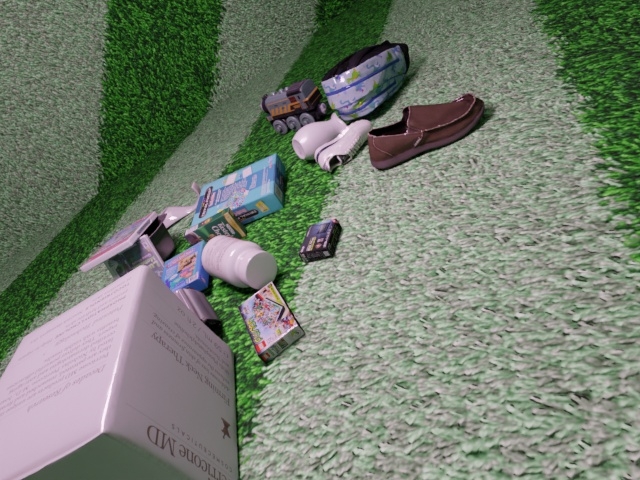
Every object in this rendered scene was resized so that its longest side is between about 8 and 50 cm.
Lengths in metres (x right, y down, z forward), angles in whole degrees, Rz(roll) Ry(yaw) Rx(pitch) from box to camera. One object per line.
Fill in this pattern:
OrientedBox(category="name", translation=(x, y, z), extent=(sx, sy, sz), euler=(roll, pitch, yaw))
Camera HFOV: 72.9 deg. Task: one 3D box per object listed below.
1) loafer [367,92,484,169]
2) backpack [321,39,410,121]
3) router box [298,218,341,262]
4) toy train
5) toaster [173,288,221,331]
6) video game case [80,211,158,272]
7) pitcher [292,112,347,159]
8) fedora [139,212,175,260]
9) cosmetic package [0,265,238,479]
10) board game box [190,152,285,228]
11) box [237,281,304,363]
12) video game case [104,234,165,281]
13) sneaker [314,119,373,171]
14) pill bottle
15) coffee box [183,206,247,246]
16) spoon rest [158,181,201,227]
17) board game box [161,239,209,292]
OrientedBox(category="loafer", translation=(0.300, -0.338, 1.277), extent=(0.365, 0.130, 0.134), euler=(-26, 33, 12))
OrientedBox(category="backpack", translation=(0.161, -0.618, 1.678), extent=(0.289, 0.274, 0.355), euler=(-3, 17, 34))
OrientedBox(category="router box", translation=(0.000, 0.000, 1.187), extent=(0.092, 0.038, 0.123), euler=(-14, 38, 30))
OrientedBox(category="toy train", translation=(-0.123, -0.594, 1.929), extent=(0.333, 0.190, 0.142), euler=(1, 46, 42))
OrientedBox(category="toaster", translation=(-0.353, 0.210, 1.095), extent=(0.185, 0.168, 0.110), euler=(-34, 76, 1))
OrientedBox(category="video game case", translation=(-0.710, -0.002, 1.550), extent=(0.203, 0.025, 0.285), euler=(-28, 21, 9))
OrientedBox(category="pitcher", translation=(0.016, -0.375, 1.603), extent=(0.207, 0.126, 0.177), euler=(-33, 46, -19))
OrientedBox(category="fedora", translation=(-0.648, 0.025, 1.648), extent=(0.275, 0.124, 0.244), euler=(-23, 32, 26))
OrientedBox(category="cosmetic package", translation=(-0.379, 0.334, 0.817), extent=(0.327, 0.330, 0.394), euler=(-30, 33, 6))
OrientedBox(category="board game box", translation=(-0.294, -0.161, 1.588), extent=(0.335, 0.079, 0.254), euler=(-21, 40, 16))
OrientedBox(category="box", translation=(-0.124, 0.192, 1.049), extent=(0.114, 0.036, 0.207), euler=(-37, 33, -5))
OrientedBox(category="video game case", translation=(-0.638, 0.097, 1.509), extent=(0.190, 0.173, 0.022), euler=(-27, 9, 10))
OrientedBox(category="sneaker", translation=(0.095, -0.322, 1.498), extent=(0.235, 0.090, 0.095), euler=(-39, 45, 0))
OrientedBox(category="pill bottle", translation=(-0.227, 0.063, 1.221), extent=(0.229, 0.131, 0.131), euler=(12, 54, 48))
OrientedBox(category="coffee box", translation=(-0.355, -0.024, 1.465), extent=(0.184, 0.113, 0.040), euler=(-26, 32, 10))
OrientedBox(category="spoon rest", translation=(-0.613, -0.133, 1.886), extent=(0.276, 0.084, 0.137), euler=(-39, 29, 18))
OrientedBox(category="board game box", translation=(-0.428, 0.106, 1.369), extent=(0.160, 0.047, 0.210), euler=(-29, 34, 9))
